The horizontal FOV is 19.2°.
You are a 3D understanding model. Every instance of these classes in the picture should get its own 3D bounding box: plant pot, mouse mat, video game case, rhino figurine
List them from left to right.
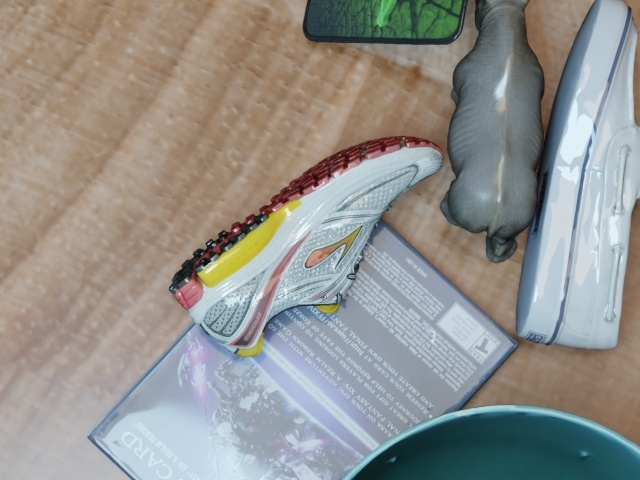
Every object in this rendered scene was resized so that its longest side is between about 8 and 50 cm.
[{"bbox_3d":[-0.013,0.114,1.439,0.196,0.026,0.274,42,85,5],"label":"video game case"},{"bbox_3d":[0.062,-0.241,1.453,0.152,0.007,0.190,6,79,38],"label":"mouse mat"},{"bbox_3d":[0.120,0.266,1.313,0.293,0.235,0.293,0,82,0],"label":"plant pot"},{"bbox_3d":[0.133,-0.110,1.430,0.073,0.106,0.243,4,82,-1],"label":"rhino figurine"}]

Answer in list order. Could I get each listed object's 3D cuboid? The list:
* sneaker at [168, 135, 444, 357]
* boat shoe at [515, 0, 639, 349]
[{"bbox_3d":[0.000,0.000,1.410,0.225,0.088,0.093,-37,101,-4],"label":"sneaker"},{"bbox_3d":[0.215,-0.049,1.431,0.088,0.096,0.267,12,83,-3],"label":"boat shoe"}]
